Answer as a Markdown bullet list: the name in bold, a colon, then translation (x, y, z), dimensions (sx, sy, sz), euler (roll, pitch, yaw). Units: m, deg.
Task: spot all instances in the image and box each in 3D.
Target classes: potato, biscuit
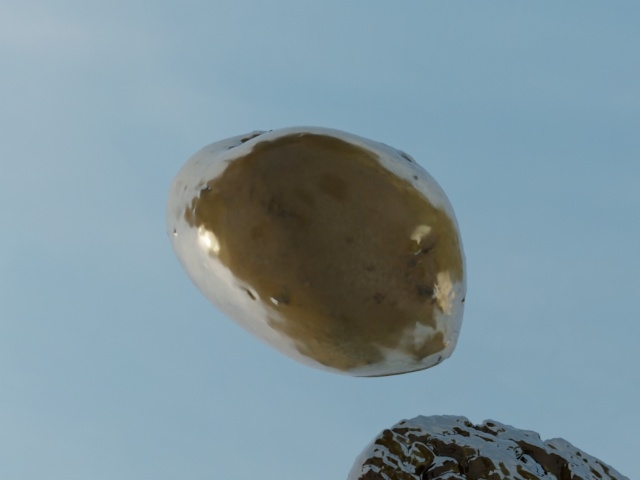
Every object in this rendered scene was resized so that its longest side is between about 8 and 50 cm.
- **potato**: translation (-0.003, 0.000, 0.516), dimensions (0.147, 0.112, 0.112), euler (22, -103, 31)
- **biscuit**: translation (0.157, 0.223, 0.880), dimensions (0.296, 0.296, 0.075), euler (26, -67, 9)
